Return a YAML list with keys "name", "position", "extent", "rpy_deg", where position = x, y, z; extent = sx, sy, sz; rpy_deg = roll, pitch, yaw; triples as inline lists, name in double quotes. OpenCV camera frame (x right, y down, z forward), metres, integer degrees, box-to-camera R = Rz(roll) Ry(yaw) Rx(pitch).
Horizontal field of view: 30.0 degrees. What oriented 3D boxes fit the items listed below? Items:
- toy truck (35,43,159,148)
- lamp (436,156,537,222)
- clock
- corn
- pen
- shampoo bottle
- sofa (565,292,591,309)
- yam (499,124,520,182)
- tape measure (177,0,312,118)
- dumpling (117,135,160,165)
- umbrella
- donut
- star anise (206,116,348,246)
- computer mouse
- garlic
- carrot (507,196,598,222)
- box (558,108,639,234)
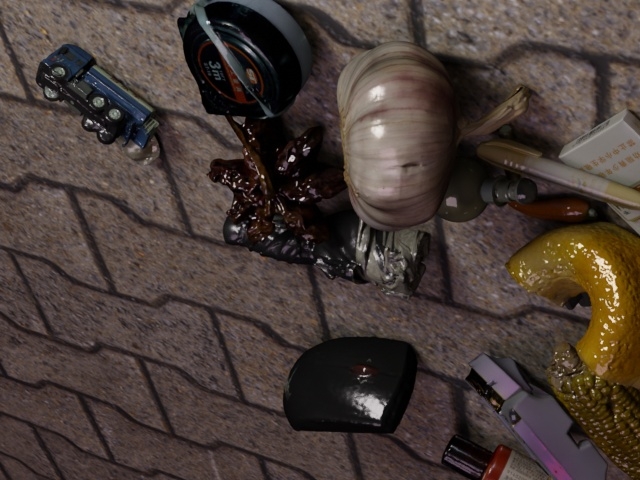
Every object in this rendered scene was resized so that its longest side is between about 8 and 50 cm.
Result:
- name: "toy truck"
  position: [-0.344, -0.224, 1.867]
  extent: [0.201, 0.088, 0.074]
  rpy_deg: [37, 148, 1]
- name: "lamp"
  position: [0.220, -0.068, 1.603]
  extent: [0.163, 0.091, 0.091]
  rpy_deg: [3, 135, 42]
- name: "clock"
  position: [0.342, 0.291, 1.872]
  extent: [0.253, 0.083, 0.186]
  rpy_deg: [49, 179, -21]
- name: "corn"
  position: [0.453, 0.268, 1.811]
  extent: [0.119, 0.119, 0.322]
  rpy_deg: [-13, 124, 46]
- name: "pen"
  position: [0.308, -0.087, 1.526]
  extent: [0.233, 0.032, 0.040]
  rpy_deg: [20, 123, 23]
- name: "shampoo bottle"
  position: [0.345, 0.429, 2.097]
  extent: [0.278, 0.104, 0.104]
  rpy_deg: [27, 145, 9]
- name: "sofa"
  position: [0.400, 0.064, 1.655]
  extent: [0.147, 0.060, 0.085]
  rpy_deg: [-12, 126, 45]
- name: "yam"
  position: [0.255, -0.105, 1.599]
  extent: [0.021, 0.021, 0.116]
  rpy_deg: [11, 138, 28]
- name: "tape measure"
  position: [-0.100, -0.253, 1.627]
  extent: [0.181, 0.107, 0.182]
  rpy_deg: [14, 141, 30]
- name: "dumpling"
  position: [-0.298, -0.163, 1.950]
  extent: [0.076, 0.057, 0.052]
  rpy_deg: [56, -176, 7]
- name: "umbrella"
  position: [-0.003, 0.004, 1.854]
  extent: [0.357, 0.113, 0.106]
  rpy_deg: [11, 162, 28]
- name: "donut"
  position: [0.365, 0.057, 1.570]
  extent: [0.152, 0.101, 0.259]
  rpy_deg: [-58, 49, 25]
- name: "star anise"
  position: [-0.069, -0.082, 1.758]
  extent: [0.220, 0.126, 0.190]
  rpy_deg: [15, 118, 11]
- name: "computer mouse"
  position: [0.034, 0.243, 2.057]
  extent: [0.269, 0.170, 0.100]
  rpy_deg: [-6, 144, 39]
- name: "garlic"
  position: [0.145, -0.145, 1.514]
  extent: [0.253, 0.245, 0.245]
  rpy_deg: [-12, 134, 3]
- name: "carrot"
  position: [0.310, -0.045, 1.620]
  extent: [0.142, 0.035, 0.035]
  rpy_deg: [8, 138, 36]
- name: "box"
  position: [0.421, -0.063, 1.512]
  extent: [0.220, 0.032, 0.122]
  rpy_deg: [42, 143, -11]
